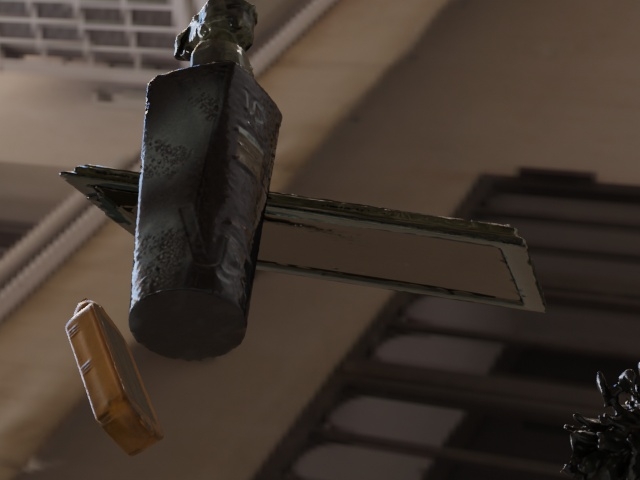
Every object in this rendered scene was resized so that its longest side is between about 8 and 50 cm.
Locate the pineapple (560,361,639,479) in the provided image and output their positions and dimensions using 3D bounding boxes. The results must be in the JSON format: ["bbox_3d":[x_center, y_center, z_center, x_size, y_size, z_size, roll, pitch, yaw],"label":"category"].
[{"bbox_3d":[0.301,0.138,1.313,0.279,0.158,0.158,-30,-52,-19],"label":"pineapple"}]

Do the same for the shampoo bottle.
[{"bbox_3d":[-0.057,-0.039,0.814,0.057,0.063,0.207,59,-154,-44],"label":"shampoo bottle"}]

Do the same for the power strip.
[{"bbox_3d":[-0.151,0.089,1.176,0.049,0.028,0.178,53,-177,-34],"label":"power strip"}]

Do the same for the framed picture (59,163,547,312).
[{"bbox_3d":[0.000,0.000,1.017,0.216,0.273,0.016,50,-130,-74],"label":"framed picture"}]
